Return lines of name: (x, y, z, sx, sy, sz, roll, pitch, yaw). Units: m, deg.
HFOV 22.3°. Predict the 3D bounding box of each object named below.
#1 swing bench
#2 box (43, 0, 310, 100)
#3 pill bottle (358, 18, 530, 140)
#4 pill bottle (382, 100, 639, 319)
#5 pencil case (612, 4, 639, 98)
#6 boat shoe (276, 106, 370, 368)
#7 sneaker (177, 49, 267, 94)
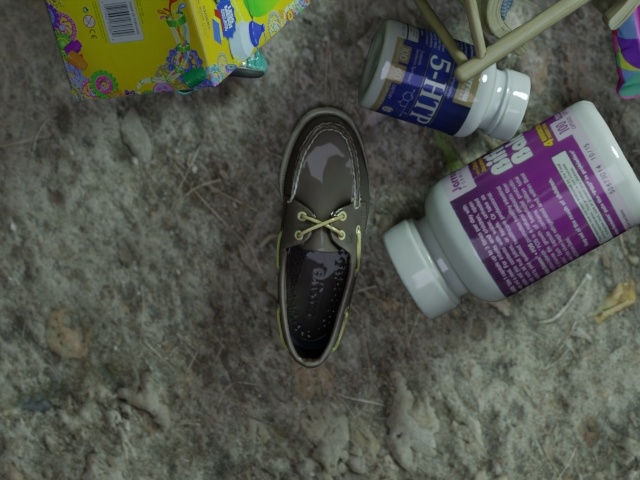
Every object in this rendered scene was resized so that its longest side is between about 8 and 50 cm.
swing bench: (0.219, -0.330, 1.786, 0.255, 0.253, 0.165, -19, 125, -3)
box: (-0.168, -0.339, 1.748, 0.177, 0.279, 0.290, -3, 115, 24)
pill bottle: (0.148, -0.185, 1.937, 0.187, 0.112, 0.112, 16, 110, -9)
pill bottle: (0.233, -0.029, 1.974, 0.301, 0.169, 0.169, -30, 110, 8)
pencil case: (0.378, -0.284, 1.916, 0.104, 0.104, 0.236, -15, 113, 3)
boat shoe: (0.000, 0.000, 2.012, 0.117, 0.097, 0.324, 5, 112, -5)
sneaker: (-0.148, -0.209, 1.949, 0.166, 0.065, 0.076, 8, 128, -3)
